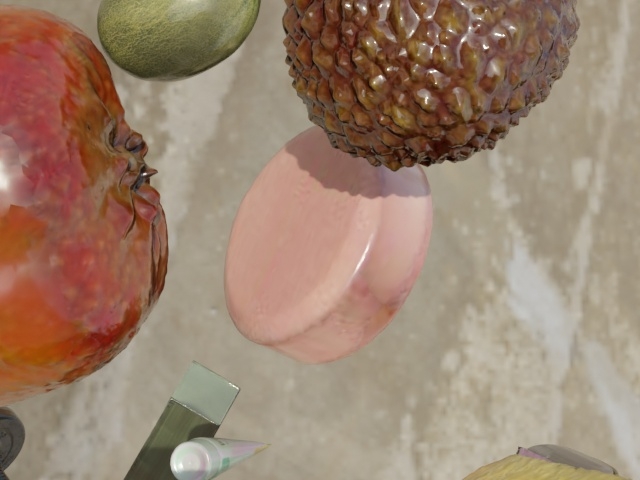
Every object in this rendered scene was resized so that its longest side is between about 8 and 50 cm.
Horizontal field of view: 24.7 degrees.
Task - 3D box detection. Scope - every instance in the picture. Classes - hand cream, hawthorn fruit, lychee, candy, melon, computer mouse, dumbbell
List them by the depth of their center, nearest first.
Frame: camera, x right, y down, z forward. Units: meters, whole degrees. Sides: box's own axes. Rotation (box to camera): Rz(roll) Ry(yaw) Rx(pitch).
[{"bbox_3d":[-0.281,-0.013,1.065,0.287,0.330,0.287,-16,90,-86],"label":"hawthorn fruit"},{"bbox_3d":[-0.104,-0.168,1.071,0.098,0.130,0.098,38,40,-41],"label":"melon"},{"bbox_3d":[0.078,-0.197,1.170,0.271,0.271,0.272,10,78,-58],"label":"lychee"},{"bbox_3d":[0.000,0.000,1.466,0.094,0.255,0.255,26,63,-34],"label":"candy"},{"bbox_3d":[-0.114,0.236,1.619,0.174,0.076,0.047,4,84,-76],"label":"hand cream"},{"bbox_3d":[0.306,0.346,1.865,0.310,0.071,0.158,-176,-73,-79],"label":"computer mouse"},{"bbox_3d":[-0.534,0.254,2.125,0.143,0.325,0.143,-30,146,-23],"label":"dumbbell"}]

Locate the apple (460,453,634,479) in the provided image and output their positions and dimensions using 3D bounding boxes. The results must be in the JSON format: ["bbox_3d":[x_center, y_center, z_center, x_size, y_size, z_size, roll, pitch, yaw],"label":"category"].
[{"bbox_3d":[0.166,0.341,1.286,0.309,0.314,0.252,-34,151,-23],"label":"apple"}]

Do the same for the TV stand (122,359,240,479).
[{"bbox_3d":[-0.208,0.295,2.031,0.082,0.269,0.088,31,38,-2],"label":"TV stand"}]
